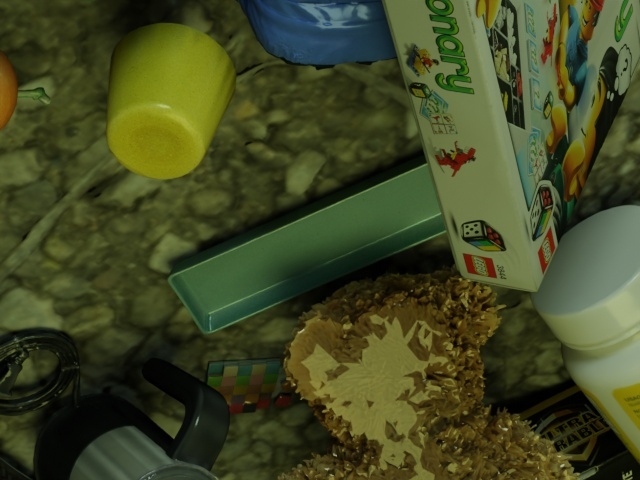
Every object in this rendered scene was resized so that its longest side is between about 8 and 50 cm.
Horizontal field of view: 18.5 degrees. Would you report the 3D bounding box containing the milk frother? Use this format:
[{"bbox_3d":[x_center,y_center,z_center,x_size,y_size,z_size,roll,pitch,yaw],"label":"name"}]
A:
[{"bbox_3d":[-0.142,0.133,1.243,0.143,0.135,0.129,9,100,-31],"label":"milk frother"}]

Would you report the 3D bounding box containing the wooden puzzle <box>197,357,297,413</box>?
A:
[{"bbox_3d":[-0.054,0.100,1.335,0.083,0.006,0.049,-3,135,-17],"label":"wooden puzzle"}]

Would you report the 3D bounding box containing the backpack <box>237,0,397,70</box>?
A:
[{"bbox_3d":[-0.001,-0.151,1.010,0.098,0.120,0.101,-8,137,-11],"label":"backpack"}]

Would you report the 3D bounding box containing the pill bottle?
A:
[{"bbox_3d":[0.235,0.083,1.308,0.119,0.119,0.208,-33,117,14],"label":"pill bottle"}]

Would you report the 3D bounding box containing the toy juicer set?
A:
[{"bbox_3d":[-0.155,-0.176,0.966,0.209,0.089,0.329,3,135,6],"label":"toy juicer set"}]

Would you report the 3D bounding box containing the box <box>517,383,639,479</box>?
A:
[{"bbox_3d":[0.137,0.272,1.498,0.257,0.079,0.322,-25,138,-8],"label":"box"}]

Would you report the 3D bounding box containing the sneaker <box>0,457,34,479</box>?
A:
[{"bbox_3d":[-0.225,0.228,1.347,0.123,0.106,0.290,-30,126,17],"label":"sneaker"}]

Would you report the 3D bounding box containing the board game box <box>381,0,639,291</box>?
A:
[{"bbox_3d":[0.100,-0.142,1.014,0.053,0.193,0.305,11,145,25],"label":"board game box"}]

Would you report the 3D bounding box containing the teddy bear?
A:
[{"bbox_3d":[0.060,0.182,1.304,0.245,0.113,0.338,-31,104,-4],"label":"teddy bear"}]

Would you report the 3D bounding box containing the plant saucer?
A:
[{"bbox_3d":[0.000,0.000,1.244,0.192,0.018,0.067,-24,137,4],"label":"plant saucer"}]
